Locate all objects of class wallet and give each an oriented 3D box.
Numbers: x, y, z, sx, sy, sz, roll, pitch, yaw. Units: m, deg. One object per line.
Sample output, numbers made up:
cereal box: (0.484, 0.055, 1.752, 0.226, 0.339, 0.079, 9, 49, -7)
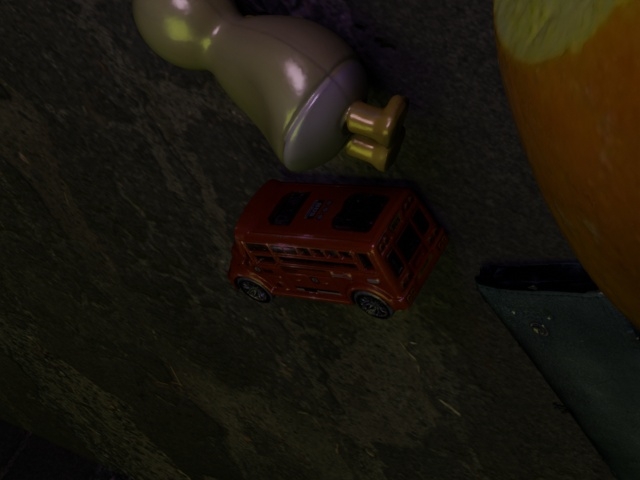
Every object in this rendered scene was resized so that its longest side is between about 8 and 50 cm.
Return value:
wallet: (0.319, 0.158, 1.230, 0.190, 0.046, 0.379, -5, 135, 49)

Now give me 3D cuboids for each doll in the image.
doll: (-0.054, -0.163, 1.036, 0.296, 0.117, 0.141, 42, 170, 12)

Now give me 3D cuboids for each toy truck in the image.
toy truck: (0.000, 0.000, 1.245, 0.252, 0.107, 0.114, 6, 142, 41)

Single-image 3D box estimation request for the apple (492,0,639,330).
apple: (0.243, -0.105, 0.495, 0.374, 0.374, 0.384, 21, 157, 23)
